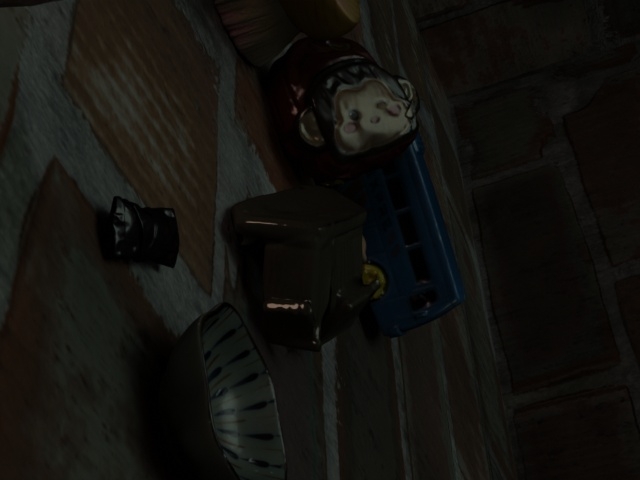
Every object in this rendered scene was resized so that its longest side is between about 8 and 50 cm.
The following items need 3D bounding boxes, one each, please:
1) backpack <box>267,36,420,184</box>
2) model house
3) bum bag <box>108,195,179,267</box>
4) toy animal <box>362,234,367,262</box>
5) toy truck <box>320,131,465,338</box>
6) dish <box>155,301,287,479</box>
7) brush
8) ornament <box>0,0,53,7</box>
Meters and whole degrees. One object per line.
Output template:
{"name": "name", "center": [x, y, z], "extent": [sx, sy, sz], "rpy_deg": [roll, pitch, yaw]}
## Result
{"name": "backpack", "center": [0.021, -0.192, 1.659], "extent": [0.229, 0.139, 0.229], "rpy_deg": [12, 62, -24]}
{"name": "model house", "center": [-0.012, 0.036, 1.358], "extent": [0.229, 0.122, 0.188], "rpy_deg": [-25, 110, -62]}
{"name": "bum bag", "center": [-0.153, -0.006, 1.014], "extent": [0.124, 0.034, 0.057], "rpy_deg": [12, 75, -74]}
{"name": "toy animal", "center": [0.000, 0.000, 1.546], "extent": [0.114, 0.091, 0.082], "rpy_deg": [55, 47, -19]}
{"name": "toy truck", "center": [0.104, -0.046, 1.807], "extent": [0.161, 0.162, 0.384], "rpy_deg": [-11, 84, -78]}
{"name": "dish", "center": [-0.092, 0.149, 0.997], "extent": [0.191, 0.066, 0.190], "rpy_deg": [-16, 90, -78]}
{"name": "brush", "center": [-0.063, -0.342, 1.505], "extent": [0.267, 0.166, 0.174], "rpy_deg": [23, 53, -72]}
{"name": "ornament", "center": [-0.195, -0.260, 0.709], "extent": [0.259, 0.260, 0.225], "rpy_deg": [-78, 164, -64]}
